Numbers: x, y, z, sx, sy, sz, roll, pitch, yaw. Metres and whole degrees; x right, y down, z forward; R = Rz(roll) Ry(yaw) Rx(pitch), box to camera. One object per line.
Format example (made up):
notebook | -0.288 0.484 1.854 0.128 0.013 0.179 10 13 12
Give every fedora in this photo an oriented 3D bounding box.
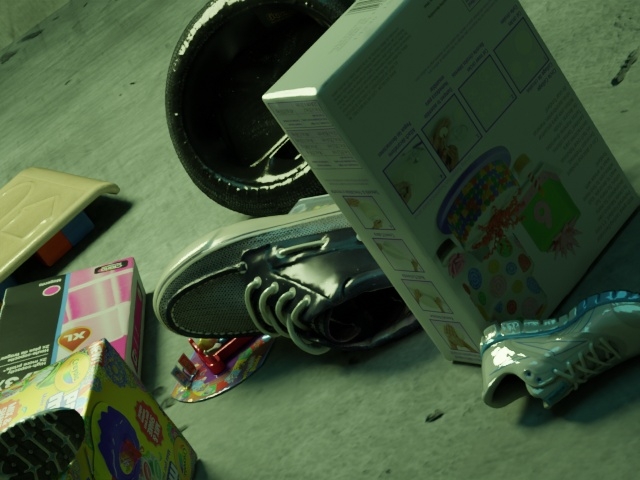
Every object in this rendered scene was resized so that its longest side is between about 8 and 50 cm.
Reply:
fedora | -0.034 -0.187 2.087 0.334 0.334 0.152 -20 -6 32

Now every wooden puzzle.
wooden puzzle | -0.487 0.017 2.457 0.348 0.080 0.322 -39 24 -20

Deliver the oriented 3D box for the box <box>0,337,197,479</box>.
box | -0.289 0.290 1.558 0.279 0.177 0.290 -27 25 15

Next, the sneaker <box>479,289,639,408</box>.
sneaker | 0.217 0.104 1.387 0.190 0.071 0.083 -23 38 37

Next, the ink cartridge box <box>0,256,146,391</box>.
ink cartridge box | -0.303 0.145 1.930 0.175 0.069 0.371 -14 28 2

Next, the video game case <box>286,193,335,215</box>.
video game case | 0.000 0.000 1.898 0.190 0.022 0.173 -9 34 46

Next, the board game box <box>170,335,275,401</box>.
board game box | -0.108 0.111 1.826 0.133 0.033 0.169 -19 29 34

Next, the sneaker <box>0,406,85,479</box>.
sneaker | -0.283 0.191 1.441 0.162 0.063 0.073 -31 21 6

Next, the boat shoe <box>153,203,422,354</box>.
boat shoe | -0.031 0.056 1.693 0.340 0.127 0.158 -21 31 18

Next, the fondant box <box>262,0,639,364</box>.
fondant box | 0.130 -0.081 1.498 0.238 0.330 0.096 -47 25 -25
